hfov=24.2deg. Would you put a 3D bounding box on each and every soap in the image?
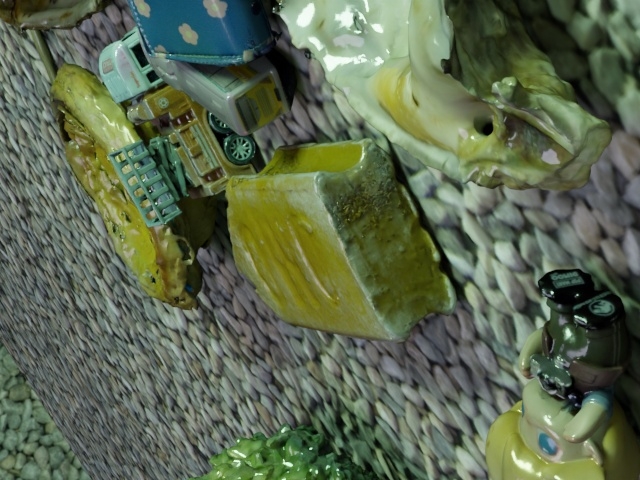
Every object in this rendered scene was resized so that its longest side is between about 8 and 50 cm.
[{"bbox_3d":[0.000,0.000,1.279,0.160,0.080,0.257,63,158,-12],"label":"soap"}]

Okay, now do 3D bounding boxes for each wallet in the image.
[{"bbox_3d":[-0.119,-0.235,1.179,0.141,0.059,0.202,12,133,45],"label":"wallet"}]

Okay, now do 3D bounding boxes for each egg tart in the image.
[{"bbox_3d":[-0.177,-0.063,1.558,0.291,0.107,0.291,52,162,25],"label":"egg tart"}]

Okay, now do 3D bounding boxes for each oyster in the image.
[{"bbox_3d":[-0.253,-0.276,1.468,0.129,0.078,0.345,61,151,-7],"label":"oyster"},{"bbox_3d":[0.062,-0.150,0.915,0.271,0.100,0.275,65,164,-7],"label":"oyster"}]

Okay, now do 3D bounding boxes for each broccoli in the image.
[{"bbox_3d":[-0.008,0.349,1.538,0.338,0.317,0.277,13,144,16],"label":"broccoli"}]

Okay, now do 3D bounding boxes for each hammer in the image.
[{"bbox_3d":[-0.319,-0.190,1.812,0.062,0.013,0.199,31,146,51],"label":"hammer"}]

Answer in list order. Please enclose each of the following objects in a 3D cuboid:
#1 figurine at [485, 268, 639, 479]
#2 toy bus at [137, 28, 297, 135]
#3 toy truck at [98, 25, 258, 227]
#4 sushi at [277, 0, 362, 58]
[{"bbox_3d":[0.173,0.116,1.036,0.114,0.108,0.196,36,144,37],"label":"figurine"},{"bbox_3d":[-0.092,-0.153,1.285,0.172,0.072,0.057,38,156,43],"label":"toy bus"},{"bbox_3d":[-0.147,-0.115,1.396,0.178,0.115,0.080,63,159,-8],"label":"toy truck"},{"bbox_3d":[-0.020,-0.190,1.135,0.120,0.026,0.126,63,159,-14],"label":"sushi"}]
